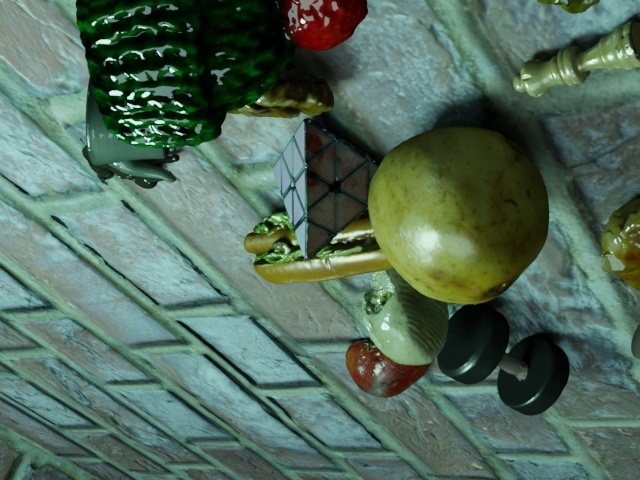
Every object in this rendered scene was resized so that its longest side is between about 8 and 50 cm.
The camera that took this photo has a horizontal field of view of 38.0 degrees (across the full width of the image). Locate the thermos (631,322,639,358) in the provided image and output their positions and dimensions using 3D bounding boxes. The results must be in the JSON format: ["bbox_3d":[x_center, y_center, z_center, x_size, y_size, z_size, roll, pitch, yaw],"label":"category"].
[{"bbox_3d":[0.680,0.213,1.614,0.265,0.146,0.176,27,154,-10],"label":"thermos"}]

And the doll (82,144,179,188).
[{"bbox_3d":[-0.330,-0.129,1.558,0.139,0.057,0.165,26,156,-22],"label":"doll"}]

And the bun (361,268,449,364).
[{"bbox_3d":[0.138,0.125,1.654,0.128,0.178,0.193,-8,145,35],"label":"bun"}]

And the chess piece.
[{"bbox_3d":[0.315,-0.217,1.142,0.172,0.060,0.060,-13,140,42],"label":"chess piece"}]

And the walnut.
[{"bbox_3d":[-0.060,-0.202,1.265,0.143,0.069,0.170,-5,180,30],"label":"walnut"}]

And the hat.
[{"bbox_3d":[-0.108,-0.251,1.094,0.332,0.242,0.274,-5,131,2],"label":"hat"}]

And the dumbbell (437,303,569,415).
[{"bbox_3d":[0.346,0.226,1.760,0.218,0.152,0.152,29,147,-23],"label":"dumbbell"}]

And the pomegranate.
[{"bbox_3d":[0.191,-0.040,1.308,0.260,0.260,0.260,11,149,6],"label":"pomegranate"}]

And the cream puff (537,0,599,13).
[{"bbox_3d":[0.257,-0.297,0.975,0.146,0.116,0.146,13,147,8],"label":"cream puff"}]

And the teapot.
[{"bbox_3d":[-0.250,-0.192,1.343,0.149,0.162,0.239,6,120,-2],"label":"teapot"}]

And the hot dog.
[{"bbox_3d":[0.000,0.000,1.548,0.337,0.135,0.100,-9,166,36],"label":"hot dog"}]

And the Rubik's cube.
[{"bbox_3d":[-0.027,-0.121,1.432,0.178,0.211,0.190,19,139,48],"label":"Rubik's cube"}]

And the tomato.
[{"bbox_3d":[0.142,0.286,1.996,0.189,0.099,0.173,-4,143,26],"label":"tomato"}]

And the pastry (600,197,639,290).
[{"bbox_3d":[0.533,0.006,1.371,0.218,0.100,0.229,-23,129,40],"label":"pastry"}]
